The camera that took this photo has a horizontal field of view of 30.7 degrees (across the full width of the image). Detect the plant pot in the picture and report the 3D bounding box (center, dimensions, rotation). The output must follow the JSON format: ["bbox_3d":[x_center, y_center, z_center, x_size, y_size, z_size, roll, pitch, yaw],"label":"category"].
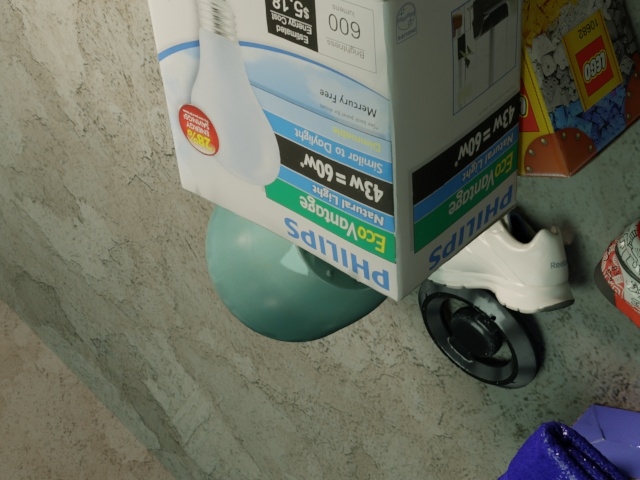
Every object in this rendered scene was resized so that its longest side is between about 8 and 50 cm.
[{"bbox_3d":[0.000,0.000,1.750,0.293,0.293,0.235,56,157,-5],"label":"plant pot"}]

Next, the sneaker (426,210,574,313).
[{"bbox_3d":[0.246,0.013,1.684,0.297,0.111,0.129,15,111,46],"label":"sneaker"}]

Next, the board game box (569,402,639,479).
[{"bbox_3d":[0.490,0.407,1.693,0.232,0.141,0.291,5,125,51],"label":"board game box"}]

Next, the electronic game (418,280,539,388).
[{"bbox_3d":[0.247,0.142,1.835,0.229,0.048,0.229,34,149,24],"label":"electronic game"}]

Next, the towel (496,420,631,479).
[{"bbox_3d":[0.347,0.405,1.668,0.228,0.076,0.308,42,147,16],"label":"towel"}]

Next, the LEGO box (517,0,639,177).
[{"bbox_3d":[0.111,-0.285,1.449,0.500,0.193,0.372,5,125,50],"label":"LEGO box"}]

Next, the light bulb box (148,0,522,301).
[{"bbox_3d":[0.015,-0.187,1.270,0.358,0.225,0.361,27,139,35],"label":"light bulb box"}]

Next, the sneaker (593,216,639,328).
[{"bbox_3d":[0.469,0.084,1.448,0.270,0.090,0.145,45,150,18],"label":"sneaker"}]
